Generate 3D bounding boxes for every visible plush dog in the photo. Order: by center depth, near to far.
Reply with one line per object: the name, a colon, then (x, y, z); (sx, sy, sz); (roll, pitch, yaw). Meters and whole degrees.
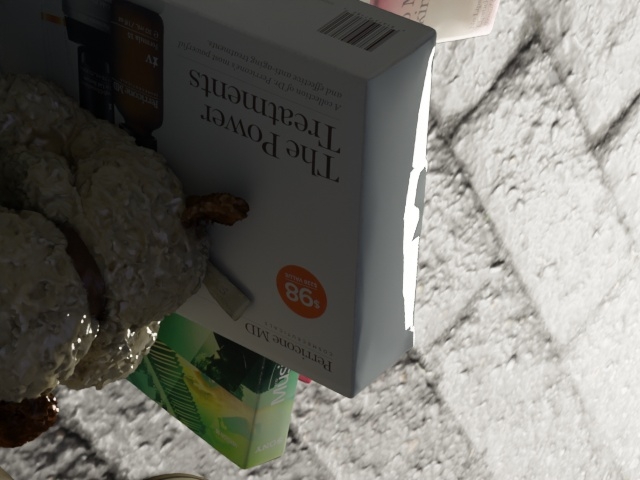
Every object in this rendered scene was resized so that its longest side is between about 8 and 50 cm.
plush dog: (-0.190, 0.027, 1.413); (0.225, 0.210, 0.262); (-38, 120, -40)

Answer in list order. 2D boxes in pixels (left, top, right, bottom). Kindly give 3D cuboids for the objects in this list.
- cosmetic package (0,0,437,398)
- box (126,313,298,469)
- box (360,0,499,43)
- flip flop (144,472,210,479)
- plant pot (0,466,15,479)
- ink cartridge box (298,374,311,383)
cosmetic package: (-0.097, -0.080, 1.500); (0.097, 0.377, 0.284); (-39, 142, -40)
box: (-0.100, 0.007, 1.693); (0.058, 0.232, 0.322); (-18, 129, -41)
box: (0.054, -0.260, 1.765); (0.232, 0.127, 0.149); (-15, 128, -44)
flip flop: (-0.183, 0.292, 1.939); (0.277, 0.080, 0.112); (12, 106, -53)
plant pot: (-0.362, 0.225, 1.447); (0.333, 0.305, 0.334); (-24, 126, -39)
ink cartridge box: (-0.033, -0.004, 1.862); (0.172, 0.100, 0.237); (24, 97, -46)
